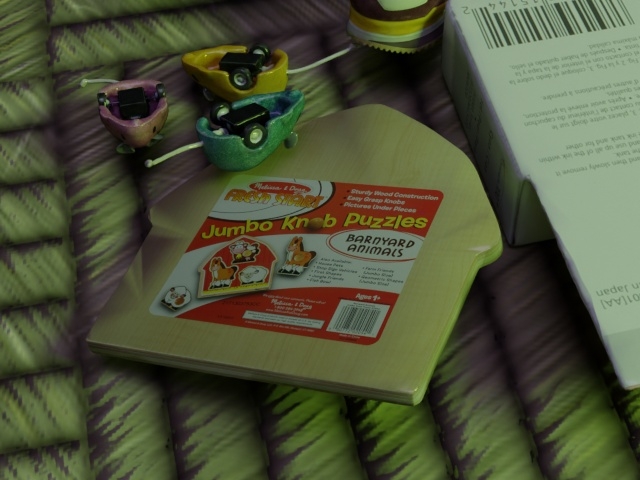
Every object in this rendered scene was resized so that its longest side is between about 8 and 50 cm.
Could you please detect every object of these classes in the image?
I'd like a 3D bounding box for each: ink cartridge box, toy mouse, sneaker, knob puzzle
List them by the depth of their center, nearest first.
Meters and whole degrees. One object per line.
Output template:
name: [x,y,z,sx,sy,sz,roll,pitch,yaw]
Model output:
knob puzzle: [0.000,0.000,0.584,0.213,0.030,0.213,-10,41,9]
ink cartridge box: [0.240,-0.046,0.600,0.296,0.066,0.261,-11,54,-6]
toy mouse: [-0.067,-0.064,0.622,0.161,0.031,0.143,2,34,11]
sneaker: [0.075,-0.184,0.683,0.070,0.083,0.185,18,42,16]
